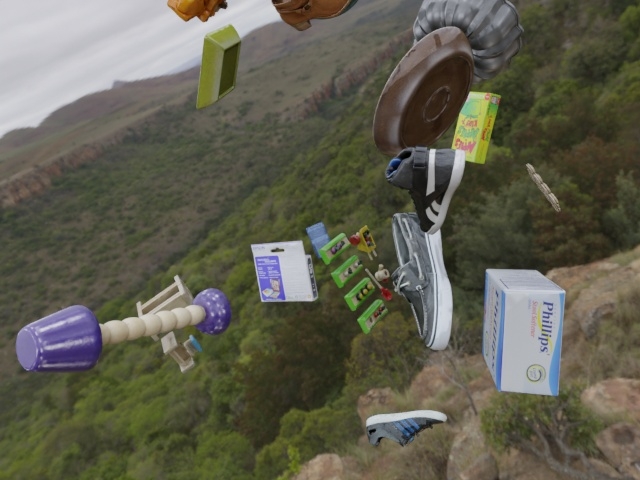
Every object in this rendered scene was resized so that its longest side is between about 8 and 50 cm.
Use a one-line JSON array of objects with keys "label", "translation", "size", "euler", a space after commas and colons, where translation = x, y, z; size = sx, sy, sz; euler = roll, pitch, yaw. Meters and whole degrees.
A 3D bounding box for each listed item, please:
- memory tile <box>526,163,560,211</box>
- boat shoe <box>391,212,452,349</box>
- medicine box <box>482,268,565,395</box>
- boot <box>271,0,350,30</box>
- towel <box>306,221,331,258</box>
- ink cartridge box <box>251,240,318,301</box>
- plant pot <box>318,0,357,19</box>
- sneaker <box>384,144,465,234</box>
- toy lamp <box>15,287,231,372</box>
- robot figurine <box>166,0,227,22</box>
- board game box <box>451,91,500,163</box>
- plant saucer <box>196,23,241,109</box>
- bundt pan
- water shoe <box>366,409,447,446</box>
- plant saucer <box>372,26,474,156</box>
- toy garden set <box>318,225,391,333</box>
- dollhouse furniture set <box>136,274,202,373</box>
[{"label": "memory tile", "translation": [0.635, -0.150, 1.495], "size": [0.012, 0.113, 0.148], "euler": [-35, 63, 17]}, {"label": "boat shoe", "translation": [0.217, 0.086, 1.195], "size": [0.118, 0.121, 0.336], "euler": [2, 58, -7]}, {"label": "medicine box", "translation": [0.531, 0.230, 1.402], "size": [0.148, 0.264, 0.289], "euler": [1, 7, 9]}, {"label": "boot", "translation": [-0.016, -0.596, 1.280], "size": [0.197, 0.073, 0.152], "euler": [-31, -13, 18]}, {"label": "towel", "translation": [0.000, 0.000, 1.853], "size": [0.067, 0.120, 0.029], "euler": [-22, -5, -2]}, {"label": "ink cartridge box", "translation": [-0.122, 0.103, 1.766], "size": [0.206, 0.209, 0.045], "euler": [-4, 13, 27]}, {"label": "plant pot", "translation": [0.022, -0.867, 1.556], "size": [0.340, 0.341, 0.334], "euler": [-28, 16, -2]}, {"label": "sneaker", "translation": [0.169, -0.094, 0.923], "size": [0.121, 0.217, 0.079], "euler": [12, 59, 5]}, {"label": "toy lamp", "translation": [-0.234, 0.110, 0.664], "size": [0.080, 0.080, 0.274], "euler": [-13, -6, 32]}, {"label": "robot figurine", "translation": [-0.073, -0.319, 0.381], "size": [0.291, 0.211, 0.085], "euler": [-42, 18, 42]}, {"label": "board game box", "translation": [0.418, -0.306, 1.425], "size": [0.043, 0.182, 0.092], "euler": [2, 15, -34]}, {"label": "plant saucer", "translation": [-0.254, -0.445, 1.354], "size": [0.045, 0.188, 0.188], "euler": [17, 32, 3]}, {"label": "bundt pan", "translation": [0.415, -0.591, 1.550], "size": [0.330, 0.331, 0.124], "euler": [6, 56, 53]}, {"label": "water shoe", "translation": [0.215, 0.470, 1.302], "size": [0.202, 0.073, 0.080], "euler": [-11, 62, 17]}, {"label": "plant saucer", "translation": [0.243, -0.311, 1.167], "size": [0.310, 0.311, 0.050], "euler": [-37, 60, -21]}, {"label": "toy garden set", "translation": [0.121, 0.085, 1.377], "size": [0.049, 0.245, 0.203], "euler": [-26, 7, 39]}, {"label": "dollhouse furniture set", "translation": [-0.362, 0.213, 1.355], "size": [0.129, 0.184, 0.129], "euler": [-35, 28, -9]}]
